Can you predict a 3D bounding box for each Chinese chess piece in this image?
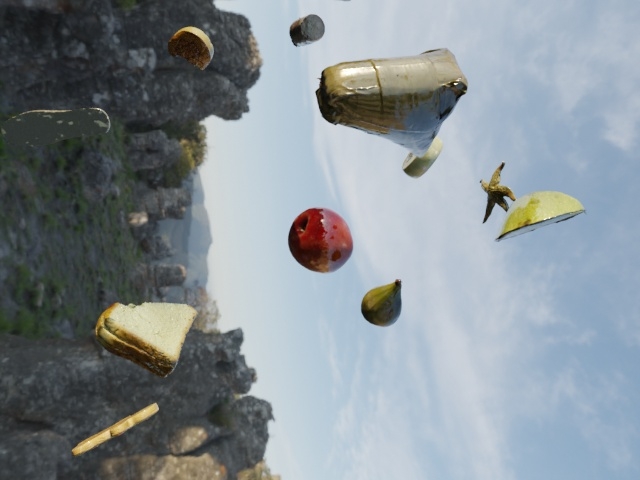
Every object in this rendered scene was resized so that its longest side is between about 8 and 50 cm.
[{"bbox_3d":[0.304,-0.254,1.437,0.144,0.058,0.144,-55,-173,10],"label":"Chinese chess piece"}]

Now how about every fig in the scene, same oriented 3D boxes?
[{"bbox_3d":[0.209,0.183,1.521,0.126,0.133,0.185,-87,-158,-73],"label":"fig"}]

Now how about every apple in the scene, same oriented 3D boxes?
[{"bbox_3d":[0.000,0.000,1.612,0.201,0.218,0.218,37,20,-40],"label":"apple"}]

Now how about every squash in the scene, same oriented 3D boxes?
[{"bbox_3d":[0.463,-0.064,1.058,0.192,0.184,0.085,-27,-105,42],"label":"squash"}]

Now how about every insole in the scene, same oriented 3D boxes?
[{"bbox_3d":[-0.623,-0.269,1.124,0.011,0.247,0.081,-105,-172,-65],"label":"insole"}]

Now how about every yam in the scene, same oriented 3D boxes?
[{"bbox_3d":[-0.041,-0.595,1.357,0.141,0.079,0.079,-135,-141,-64],"label":"yam"}]

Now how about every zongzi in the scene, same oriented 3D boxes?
[{"bbox_3d":[0.122,-0.237,0.968,0.300,0.273,0.145,99,-19,-64],"label":"zongzi"}]

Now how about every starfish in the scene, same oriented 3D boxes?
[{"bbox_3d":[0.562,-0.148,1.546,0.223,0.050,0.217,-102,-167,-61],"label":"starfish"}]

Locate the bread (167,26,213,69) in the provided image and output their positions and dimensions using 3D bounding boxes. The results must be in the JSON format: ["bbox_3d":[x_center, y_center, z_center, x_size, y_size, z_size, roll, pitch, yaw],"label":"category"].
[{"bbox_3d":[-0.460,-0.700,1.715,0.125,0.156,0.086,-53,-162,46],"label":"bread"}]

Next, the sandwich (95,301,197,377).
[{"bbox_3d":[-0.520,0.253,1.452,0.100,0.254,0.288,-51,-167,21],"label":"sandwich"}]

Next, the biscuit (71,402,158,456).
[{"bbox_3d":[-0.560,0.521,1.317,0.030,0.234,0.153,64,-19,2],"label":"biscuit"}]
